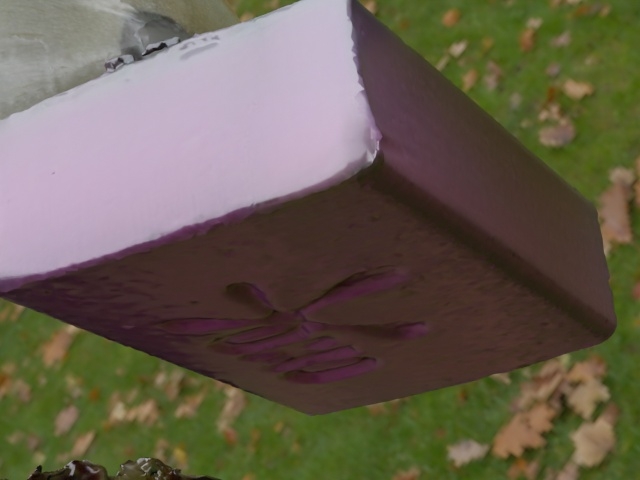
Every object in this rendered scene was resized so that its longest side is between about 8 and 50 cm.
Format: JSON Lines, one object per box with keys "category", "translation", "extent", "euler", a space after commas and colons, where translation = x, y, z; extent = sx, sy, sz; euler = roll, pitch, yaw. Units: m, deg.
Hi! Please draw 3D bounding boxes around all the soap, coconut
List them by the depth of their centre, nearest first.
{"category": "soap", "translation": [0.000, 0.002, 0.678], "extent": [0.181, 0.259, 0.081], "euler": [-16, 65, 25]}
{"category": "coconut", "translation": [-0.145, -0.075, 0.952], "extent": [0.241, 0.241, 0.241], "euler": [-44, 24, 26]}

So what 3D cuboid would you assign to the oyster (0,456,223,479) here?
{"category": "oyster", "translation": [-0.153, 0.222, 0.919], "extent": [0.096, 0.361, 0.221], "euler": [-14, 68, 30]}
